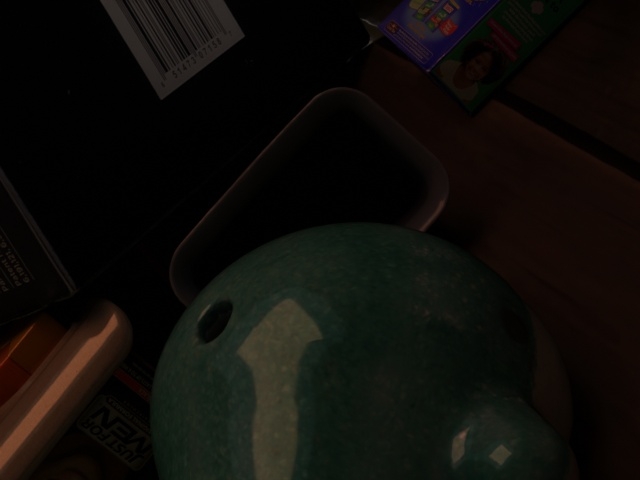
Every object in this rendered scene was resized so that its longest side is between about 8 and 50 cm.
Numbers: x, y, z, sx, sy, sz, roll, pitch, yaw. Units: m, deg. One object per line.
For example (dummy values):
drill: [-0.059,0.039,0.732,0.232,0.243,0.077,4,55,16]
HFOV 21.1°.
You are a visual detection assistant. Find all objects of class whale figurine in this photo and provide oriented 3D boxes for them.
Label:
whale figurine: [-0.005,0.107,0.665,0.216,0.141,0.272,-25,35,37]

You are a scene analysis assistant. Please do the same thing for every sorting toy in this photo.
sorting toy: [-0.192,0.097,0.913,0.193,0.038,0.208,-51,20,-9]

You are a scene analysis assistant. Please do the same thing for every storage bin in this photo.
storage bin: [0.000,0.000,0.876,0.135,0.098,0.091,-48,-1,0]

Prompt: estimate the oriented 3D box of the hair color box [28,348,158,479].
hair color box: [-0.134,0.121,0.915,0.141,0.072,0.043,-50,26,-4]

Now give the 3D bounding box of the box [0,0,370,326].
box: [-0.199,-0.078,1.030,0.312,0.179,0.343,-22,15,37]

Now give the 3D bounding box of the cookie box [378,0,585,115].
cookie box: [0.094,-0.132,0.955,0.107,0.040,0.092,-45,28,6]
